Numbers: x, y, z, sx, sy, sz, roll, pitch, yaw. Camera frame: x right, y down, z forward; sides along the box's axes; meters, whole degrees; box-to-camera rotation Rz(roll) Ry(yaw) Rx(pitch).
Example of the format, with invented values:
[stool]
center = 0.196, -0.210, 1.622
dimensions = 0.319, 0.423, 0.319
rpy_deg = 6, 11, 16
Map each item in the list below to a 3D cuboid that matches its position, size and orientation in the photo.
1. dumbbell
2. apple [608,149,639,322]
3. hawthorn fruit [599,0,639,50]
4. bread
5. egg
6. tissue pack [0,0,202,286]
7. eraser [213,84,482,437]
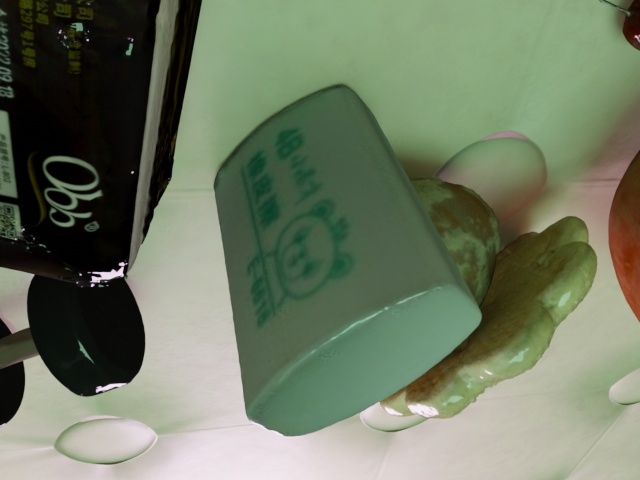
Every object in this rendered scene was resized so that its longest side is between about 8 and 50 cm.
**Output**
[dumbbell]
center = -0.323, 0.116, 0.651
dimensions = 0.218, 0.152, 0.152
rpy_deg = -20, 134, 5
[apple]
center = 0.509, 0.020, 0.589
dimensions = 0.391, 0.346, 0.391
rpy_deg = 4, 116, 8
[hawthorn fruit]
center = 0.311, -0.211, 0.562
dimensions = 0.103, 0.067, 0.067
rpy_deg = 3, 132, -15
[bread]
center = 0.194, 0.093, 0.693
dimensions = 0.054, 0.316, 0.316
rpy_deg = 46, 116, -1
[egg]
center = 0.087, 0.033, 0.652
dimensions = 0.233, 0.195, 0.195
rpy_deg = -39, 131, 6
[tissue pack]
center = -0.180, -0.149, 0.373
dimensions = 0.210, 0.198, 0.370
rpy_deg = 12, 135, -15
[eraser]
center = 0.000, 0.000, 0.528
dimensions = 0.189, 0.290, 0.104
rpy_deg = -33, 132, 13
